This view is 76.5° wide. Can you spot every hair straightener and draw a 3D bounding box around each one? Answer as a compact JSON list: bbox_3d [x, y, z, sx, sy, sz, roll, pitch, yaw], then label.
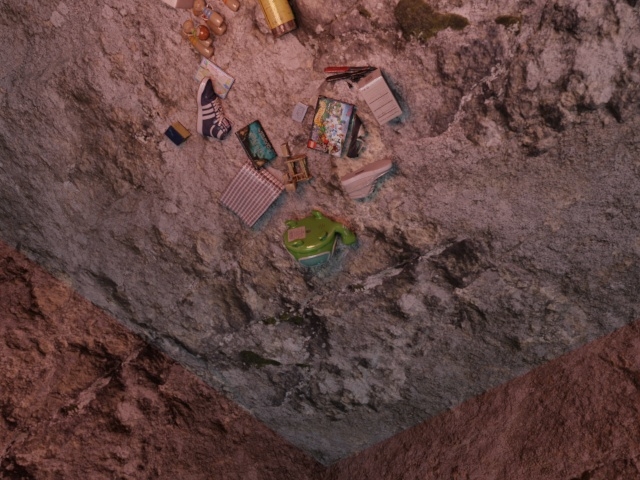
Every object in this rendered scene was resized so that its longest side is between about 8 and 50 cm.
[{"bbox_3d":[0.133,-0.679,1.683,0.230,0.047,0.089,-4,136,6],"label":"hair straightener"}]

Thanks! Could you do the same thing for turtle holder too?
[{"bbox_3d":[-0.015,-0.006,2.011,0.320,0.243,0.227,-33,134,-16],"label":"turtle holder"}]

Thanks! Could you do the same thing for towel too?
[{"bbox_3d":[-0.341,-0.225,1.982,0.235,0.121,0.284,38,119,-11],"label":"towel"}]

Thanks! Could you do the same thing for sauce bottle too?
[{"bbox_3d":[-0.198,-0.958,1.532,0.111,0.111,0.344,-14,117,18],"label":"sauce bottle"}]

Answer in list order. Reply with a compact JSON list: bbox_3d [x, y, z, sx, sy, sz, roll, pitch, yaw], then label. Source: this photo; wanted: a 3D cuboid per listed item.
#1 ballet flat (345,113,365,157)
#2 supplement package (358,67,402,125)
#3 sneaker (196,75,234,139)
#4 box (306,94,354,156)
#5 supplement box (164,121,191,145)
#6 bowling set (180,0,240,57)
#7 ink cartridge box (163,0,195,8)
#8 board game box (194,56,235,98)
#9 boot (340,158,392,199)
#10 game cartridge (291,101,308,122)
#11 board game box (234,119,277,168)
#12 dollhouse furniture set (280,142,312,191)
[{"bbox_3d":[0.162,-0.454,1.785,0.074,0.074,0.203,12,127,3],"label":"ballet flat"},{"bbox_3d":[0.244,-0.584,1.656,0.105,0.105,0.179,-27,124,22],"label":"supplement package"},{"bbox_3d":[-0.462,-0.574,1.797,0.153,0.099,0.282,22,137,1],"label":"sneaker"},{"bbox_3d":[0.042,-0.503,1.792,0.159,0.044,0.233,16,121,1],"label":"box"},{"bbox_3d":[-0.668,-0.501,1.901,0.056,0.083,0.083,-37,108,27],"label":"supplement box"},{"bbox_3d":[-0.463,-0.868,1.590,0.154,0.200,0.287,37,116,-10],"label":"bowling set"},{"bbox_3d":[-0.593,-1.022,1.533,0.232,0.168,0.171,29,120,-7],"label":"ink cartridge box"},{"bbox_3d":[-0.462,-0.709,1.775,0.154,0.026,0.103,35,120,-10],"label":"board game box"},{"bbox_3d":[0.229,-0.276,1.874,0.258,0.095,0.123,-17,122,28],"label":"boot"},{"bbox_3d":[-0.093,-0.568,1.796,0.056,0.017,0.083,24,121,-8],"label":"game cartridge"},{"bbox_3d":[-0.292,-0.439,1.857,0.126,0.026,0.186,-38,115,-21],"label":"board game box"},{"bbox_3d":[-0.118,-0.342,1.848,0.101,0.161,0.182,-10,119,15],"label":"dollhouse furniture set"}]
